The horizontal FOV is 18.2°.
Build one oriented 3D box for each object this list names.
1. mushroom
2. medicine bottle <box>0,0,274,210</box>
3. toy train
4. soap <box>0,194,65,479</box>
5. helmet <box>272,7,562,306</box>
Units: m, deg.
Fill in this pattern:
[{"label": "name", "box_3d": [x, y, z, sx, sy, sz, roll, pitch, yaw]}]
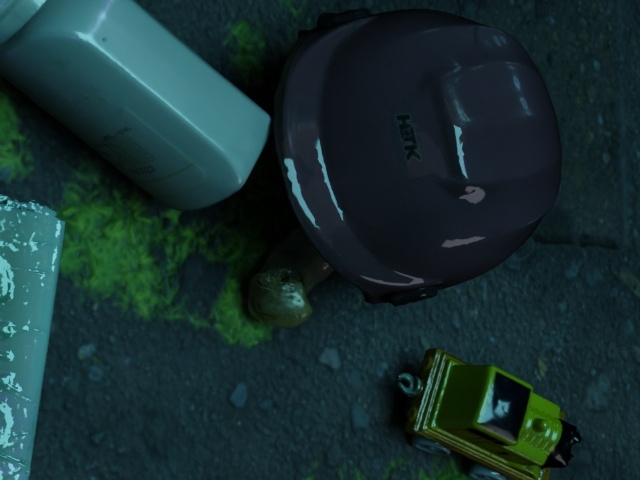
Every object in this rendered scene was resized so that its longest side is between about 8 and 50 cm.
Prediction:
[{"label": "mushroom", "box_3d": [0.002, 0.002, 1.869, 0.202, 0.054, 0.059, -50, 121, -35]}, {"label": "medicine bottle", "box_3d": [-0.187, -0.149, 1.672, 0.296, 0.161, 0.111, 38, 65, -26]}, {"label": "toy train", "box_3d": [0.170, 0.175, 1.927, 0.219, 0.127, 0.089, 29, 70, -30]}, {"label": "soap", "box_3d": [-0.298, 0.091, 1.608, 0.150, 0.094, 0.261, 14, 78, -35]}, {"label": "helmet", "box_3d": [0.107, -0.088, 1.797, 0.338, 0.197, 0.271, -1, 78, -71]}]
